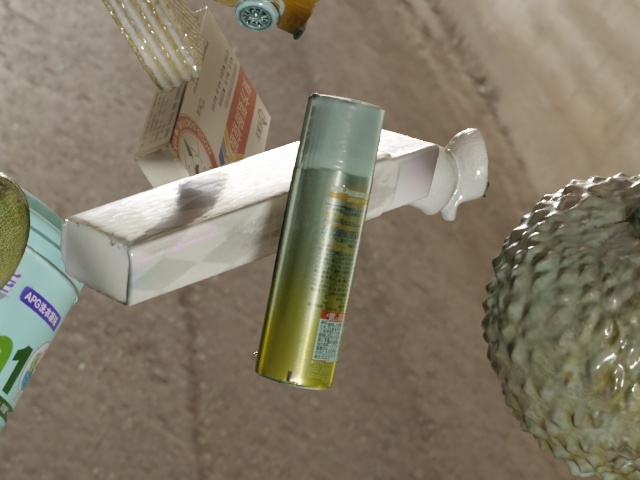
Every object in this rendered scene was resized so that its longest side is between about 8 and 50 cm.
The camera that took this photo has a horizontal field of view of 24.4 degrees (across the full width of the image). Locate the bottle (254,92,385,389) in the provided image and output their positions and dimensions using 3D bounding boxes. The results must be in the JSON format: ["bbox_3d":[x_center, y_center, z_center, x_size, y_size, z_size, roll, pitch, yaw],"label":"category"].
[{"bbox_3d":[0.000,0.000,1.468,0.082,0.286,0.082,12,3,-1],"label":"bottle"}]

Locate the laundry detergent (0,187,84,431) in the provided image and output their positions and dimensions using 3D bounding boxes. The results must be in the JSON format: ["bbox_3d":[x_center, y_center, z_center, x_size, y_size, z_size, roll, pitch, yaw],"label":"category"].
[{"bbox_3d":[-0.471,0.075,1.876,0.287,0.305,0.287,24,-19,9],"label":"laundry detergent"}]

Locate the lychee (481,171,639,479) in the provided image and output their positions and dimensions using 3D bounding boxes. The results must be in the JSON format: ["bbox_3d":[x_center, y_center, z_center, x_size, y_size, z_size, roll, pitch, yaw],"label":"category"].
[{"bbox_3d":[0.264,0.073,1.262,0.255,0.274,0.255,-2,45,2],"label":"lychee"}]

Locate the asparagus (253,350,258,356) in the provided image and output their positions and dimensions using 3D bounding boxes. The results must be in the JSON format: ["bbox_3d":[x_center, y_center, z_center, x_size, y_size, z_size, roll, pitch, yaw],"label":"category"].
[{"bbox_3d":[-0.040,0.133,1.964,0.114,0.014,0.015,-27,62,-30],"label":"asparagus"}]

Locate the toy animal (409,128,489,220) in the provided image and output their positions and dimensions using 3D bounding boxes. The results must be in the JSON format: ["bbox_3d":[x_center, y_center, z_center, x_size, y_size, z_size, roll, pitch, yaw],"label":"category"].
[{"bbox_3d":[0.114,-0.082,2.022,0.220,0.131,0.104,-7,52,-21],"label":"toy animal"}]

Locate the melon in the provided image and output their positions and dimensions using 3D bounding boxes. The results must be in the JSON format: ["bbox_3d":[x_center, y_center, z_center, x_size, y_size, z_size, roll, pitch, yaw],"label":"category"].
[{"bbox_3d":[-0.311,0.003,1.300,0.099,0.162,0.099,18,44,-18],"label":"melon"}]

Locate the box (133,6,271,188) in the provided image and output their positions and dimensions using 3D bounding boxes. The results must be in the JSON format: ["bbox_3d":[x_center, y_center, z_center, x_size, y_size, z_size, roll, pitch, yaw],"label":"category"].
[{"bbox_3d":[-0.159,-0.147,2.087,0.214,0.069,0.353,60,25,-33],"label":"box"}]

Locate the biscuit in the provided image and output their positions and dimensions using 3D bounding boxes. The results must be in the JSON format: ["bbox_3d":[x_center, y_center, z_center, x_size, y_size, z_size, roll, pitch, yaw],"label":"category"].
[{"bbox_3d":[-0.274,-0.387,1.855,0.426,0.078,0.144,59,10,-29],"label":"biscuit"}]

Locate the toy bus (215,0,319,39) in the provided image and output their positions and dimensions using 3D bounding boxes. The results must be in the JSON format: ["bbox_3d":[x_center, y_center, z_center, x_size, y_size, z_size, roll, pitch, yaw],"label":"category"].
[{"bbox_3d":[-0.113,-0.360,1.666,0.275,0.167,0.139,21,52,-14],"label":"toy bus"}]

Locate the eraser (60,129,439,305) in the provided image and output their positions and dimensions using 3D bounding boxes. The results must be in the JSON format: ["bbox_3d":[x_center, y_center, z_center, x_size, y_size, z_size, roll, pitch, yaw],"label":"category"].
[{"bbox_3d":[-0.078,-0.037,1.671,0.396,0.082,0.213,-20,22,-27],"label":"eraser"}]
